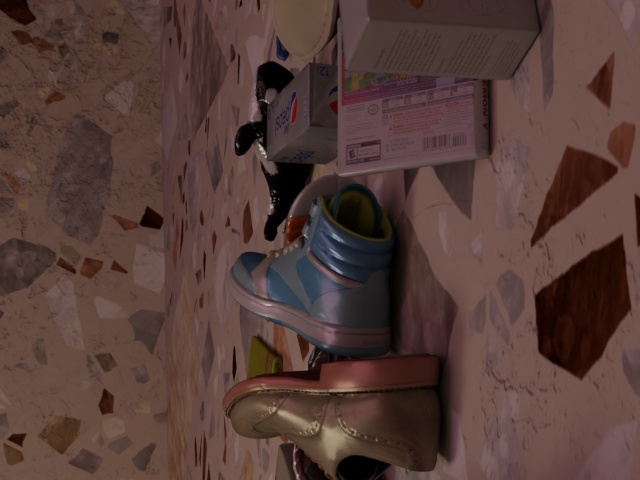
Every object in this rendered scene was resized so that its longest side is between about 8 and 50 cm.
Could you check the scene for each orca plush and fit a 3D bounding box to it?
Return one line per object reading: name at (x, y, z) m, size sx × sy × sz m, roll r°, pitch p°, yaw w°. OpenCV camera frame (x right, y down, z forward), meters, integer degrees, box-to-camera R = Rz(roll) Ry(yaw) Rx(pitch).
orca plush at (-0.052, -0.130, 2.165) m, size 0.102 × 0.151 × 0.287 m, roll 27°, pitch 116°, yaw 40°

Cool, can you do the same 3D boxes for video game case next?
video game case at (0.097, -0.168, 1.502) m, size 0.201 × 0.023 × 0.183 m, roll -6°, pitch 82°, yaw 44°

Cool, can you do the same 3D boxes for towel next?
towel at (-0.101, 0.239, 2.500) m, size 0.237 × 0.021 × 0.102 m, roll -155°, pitch 73°, yaw -76°

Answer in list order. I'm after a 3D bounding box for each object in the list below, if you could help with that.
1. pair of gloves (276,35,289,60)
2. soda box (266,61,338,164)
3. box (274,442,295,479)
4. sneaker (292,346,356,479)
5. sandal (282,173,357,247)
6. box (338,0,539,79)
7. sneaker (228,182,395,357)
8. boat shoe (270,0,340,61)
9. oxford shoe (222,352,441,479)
pair of gloves at (-0.059, -0.413, 2.381) m, size 0.159 × 0.023 × 0.198 m, roll -103°, pitch 19°, yaw -45°
soda box at (-0.002, -0.174, 1.960) m, size 0.286 × 0.098 × 0.091 m, roll 156°, pitch 116°, yaw -75°
box at (0.016, 0.377, 1.805) m, size 0.275 × 0.113 × 0.094 m, roll -111°, pitch 25°, yaw -61°
sneaker at (0.020, 0.218, 1.823) m, size 0.281 × 0.106 × 0.162 m, roll -110°, pitch 28°, yaw -58°
sandal at (-0.011, 0.001, 1.971) m, size 0.076 × 0.102 × 0.265 m, roll -108°, pitch 21°, yaw -48°
box at (0.110, -0.236, 1.348) m, size 0.091 × 0.170 × 0.130 m, roll 117°, pitch 152°, yaw -61°
sneaker at (-0.005, 0.013, 1.825) m, size 0.319 × 0.127 × 0.208 m, roll 22°, pitch 109°, yaw 50°
boat shoe at (0.008, -0.372, 1.947) m, size 0.116 × 0.097 × 0.324 m, roll 43°, pitch 153°, yaw 14°
oxford shoe at (0.000, 0.226, 1.672) m, size 0.397 × 0.140 × 0.146 m, roll -19°, pitch 75°, yaw 58°
